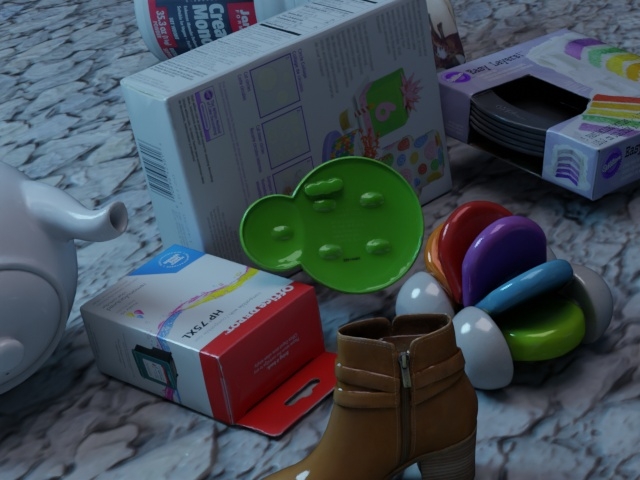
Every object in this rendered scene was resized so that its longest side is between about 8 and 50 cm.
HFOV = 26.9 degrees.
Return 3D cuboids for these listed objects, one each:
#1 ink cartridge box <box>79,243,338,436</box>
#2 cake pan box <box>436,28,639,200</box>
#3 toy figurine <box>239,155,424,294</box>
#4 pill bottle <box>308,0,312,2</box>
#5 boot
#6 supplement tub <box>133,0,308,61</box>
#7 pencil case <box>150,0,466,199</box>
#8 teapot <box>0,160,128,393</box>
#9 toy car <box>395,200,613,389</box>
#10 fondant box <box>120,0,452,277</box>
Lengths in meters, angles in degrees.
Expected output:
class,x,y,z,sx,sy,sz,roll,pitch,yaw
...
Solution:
class,x,y,z,sx,sy,sz,roll,pitch,yaw
ink cartridge box,-0.092,0.088,1.234,0.231,0.078,0.134,15,37,37
cake pan box,0.283,-0.146,1.489,0.267,0.070,0.246,-22,36,-36
toy figurine,0.000,0.000,1.304,0.173,0.130,0.159,-7,-8,-10
pill bottle,0.049,-0.316,1.763,0.131,0.229,0.131,-8,29,4
boot,0.024,0.137,1.029,0.197,0.152,0.073,-15,29,-10
supplement tub,-0.113,-0.353,1.922,0.272,0.191,0.191,0,30,20
pencil case,-0.016,-0.152,1.564,0.410,0.183,0.160,-28,59,-28
teapot,-0.325,0.060,1.220,0.253,0.256,0.187,-13,41,-32
toy car,0.160,0.035,1.188,0.159,0.136,0.182,-22,31,-21
fondant box,-0.023,-0.107,1.400,0.330,0.238,0.096,-27,31,-28
